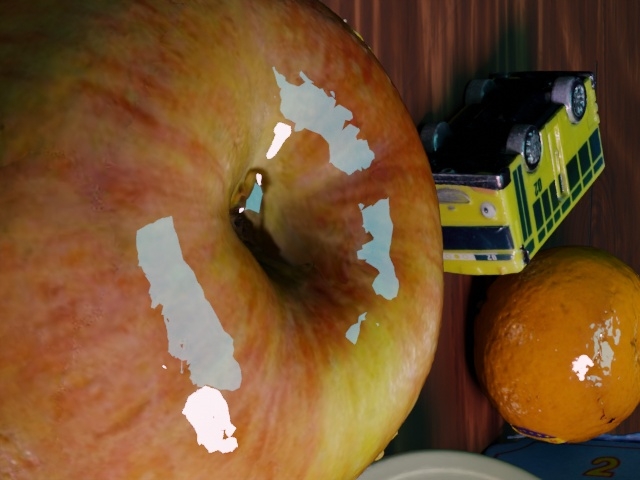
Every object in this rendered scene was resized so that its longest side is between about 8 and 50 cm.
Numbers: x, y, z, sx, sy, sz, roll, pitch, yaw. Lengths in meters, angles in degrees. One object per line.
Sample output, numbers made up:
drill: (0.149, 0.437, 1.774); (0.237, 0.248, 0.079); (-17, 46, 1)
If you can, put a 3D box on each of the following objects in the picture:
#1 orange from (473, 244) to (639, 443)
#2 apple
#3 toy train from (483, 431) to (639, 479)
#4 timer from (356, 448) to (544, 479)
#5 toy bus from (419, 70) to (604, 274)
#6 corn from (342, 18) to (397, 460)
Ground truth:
orange: (0.263, 0.112, 1.789); (0.219, 0.193, 0.219); (-26, 126, -43)
apple: (-0.120, 0.012, 1.043); (0.400, 0.333, 0.400); (12, 72, -41)
toy train: (0.287, 0.321, 1.752); (0.265, 0.300, 0.188); (-42, 128, -58)
timer: (0.107, 0.400, 1.540); (0.291, 0.290, 0.315); (-50, 157, -44)
toy bus: (0.192, -0.071, 1.713); (0.262, 0.128, 0.150); (-44, 129, -49)
corn: (0.000, 0.000, 1.402); (0.144, 0.144, 0.387); (-37, 128, -51)
